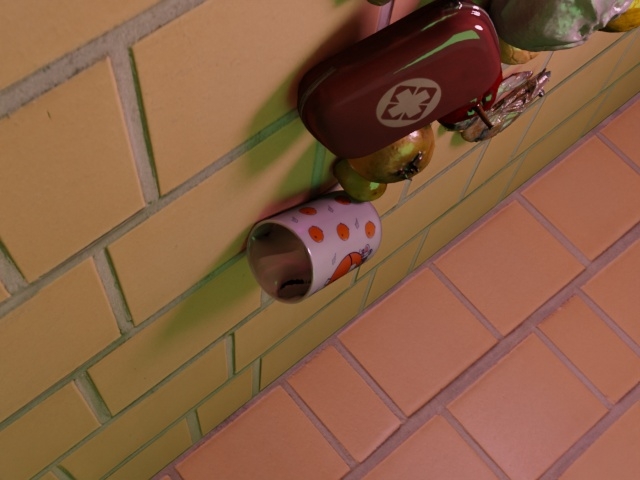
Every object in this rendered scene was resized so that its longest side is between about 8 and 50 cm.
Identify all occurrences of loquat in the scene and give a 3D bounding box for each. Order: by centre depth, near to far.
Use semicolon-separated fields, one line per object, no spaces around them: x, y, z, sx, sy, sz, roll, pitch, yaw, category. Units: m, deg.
0.155;-0.219;1.934;0.213;0.213;0.213;-38;163;-14;loquat

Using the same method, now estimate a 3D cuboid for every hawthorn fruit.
0.295;-0.342;1.854;0.210;0.266;0.230;-35;166;30;hawthorn fruit

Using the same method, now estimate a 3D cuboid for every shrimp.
0.571;-0.428;2.614;0.360;0.085;0.247;-35;156;-11;shrimp

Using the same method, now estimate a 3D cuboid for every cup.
0.000;0.000;2.129;0.317;0.212;0.212;-28;159;-45;cup

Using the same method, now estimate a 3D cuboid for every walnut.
0.455;-0.496;2.022;0.159;0.159;0.207;-49;163;22;walnut

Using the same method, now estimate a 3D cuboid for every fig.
0.112;-0.167;2.108;0.121;0.135;0.153;-9;155;39;fig

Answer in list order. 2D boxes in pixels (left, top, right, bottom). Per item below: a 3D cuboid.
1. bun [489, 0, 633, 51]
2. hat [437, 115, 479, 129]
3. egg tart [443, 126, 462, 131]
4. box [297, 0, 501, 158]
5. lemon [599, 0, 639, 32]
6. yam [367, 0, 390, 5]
0.514;-0.503;1.766;0.355;0.194;0.354;-34;179;-1;bun
0.346;-0.352;2.182;0.266;0.128;0.265;-38;160;-17;hat
0.412;-0.355;2.455;0.130;0.052;0.130;-37;160;-16;egg tart
0.154;-0.305;1.654;0.404;0.108;0.263;-27;148;12;box
0.694;-0.637;2.033;0.285;0.285;0.316;-41;138;-6;lemon
0.079;-0.469;1.364;0.071;0.067;0.317;-54;166;-4;yam
